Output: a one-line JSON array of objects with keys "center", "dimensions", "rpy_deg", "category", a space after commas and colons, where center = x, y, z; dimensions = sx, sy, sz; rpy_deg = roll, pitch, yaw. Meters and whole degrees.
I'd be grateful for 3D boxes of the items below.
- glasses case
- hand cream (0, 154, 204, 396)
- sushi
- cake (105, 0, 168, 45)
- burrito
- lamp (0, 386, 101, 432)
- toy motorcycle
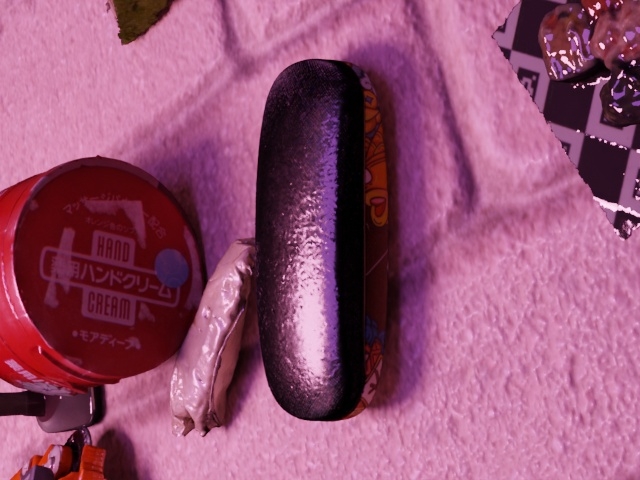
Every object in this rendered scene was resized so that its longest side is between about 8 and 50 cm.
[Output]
[{"center": [0.000, 0.000, 1.532], "dimensions": [0.122, 0.082, 0.321], "rpy_deg": [-1, 89, 48], "category": "glasses case"}, {"center": [-0.243, 0.037, 1.709], "dimensions": [0.149, 0.230, 0.230], "rpy_deg": [-13, 81, 49], "category": "hand cream"}, {"center": [0.227, -0.155, 1.294], "dimensions": [0.231, 0.047, 0.219], "rpy_deg": [-51, 55, 36], "category": "sushi"}, {"center": [-0.146, -0.324, 1.720], "dimensions": [0.283, 0.172, 0.158], "rpy_deg": [99, 160, -65], "category": "cake"}, {"center": [-0.100, 0.100, 1.670], "dimensions": [0.063, 0.058, 0.229], "rpy_deg": [41, 119, 38], "category": "burrito"}, {"center": [-0.352, 0.106, 1.815], "dimensions": [0.125, 0.283, 0.203], "rpy_deg": [-9, 81, 32], "category": "lamp"}, {"center": [-0.314, 0.342, 1.864], "dimensions": [0.326, 0.148, 0.221], "rpy_deg": [-44, 36, 47], "category": "toy motorcycle"}]
